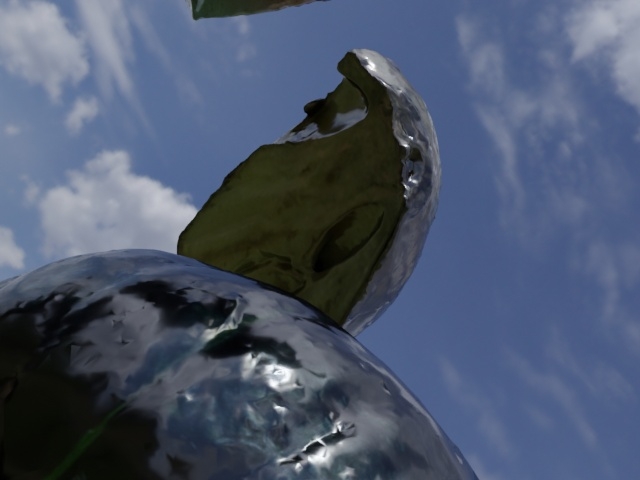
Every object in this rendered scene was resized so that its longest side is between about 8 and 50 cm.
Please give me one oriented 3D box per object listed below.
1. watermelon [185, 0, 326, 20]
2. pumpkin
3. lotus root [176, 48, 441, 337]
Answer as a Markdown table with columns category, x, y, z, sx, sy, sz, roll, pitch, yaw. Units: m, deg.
| category | x | y | z | sx | sy | sz | roll | pitch | yaw |
| --- | --- | --- | --- | --- | --- | --- | --- | --- | --- |
| watermelon | 0.060 | -0.205 | 0.471 | 0.140 | 0.256 | 0.193 | -104 | -164 | -59 |
| pumpkin | -0.074 | 0.155 | 0.421 | 0.315 | 0.238 | 0.315 | 7 | -78 | 34 |
| lotus root | 0.004 | -0.002 | 0.874 | 0.314 | 0.142 | 0.210 | -29 | -113 | 46 |
